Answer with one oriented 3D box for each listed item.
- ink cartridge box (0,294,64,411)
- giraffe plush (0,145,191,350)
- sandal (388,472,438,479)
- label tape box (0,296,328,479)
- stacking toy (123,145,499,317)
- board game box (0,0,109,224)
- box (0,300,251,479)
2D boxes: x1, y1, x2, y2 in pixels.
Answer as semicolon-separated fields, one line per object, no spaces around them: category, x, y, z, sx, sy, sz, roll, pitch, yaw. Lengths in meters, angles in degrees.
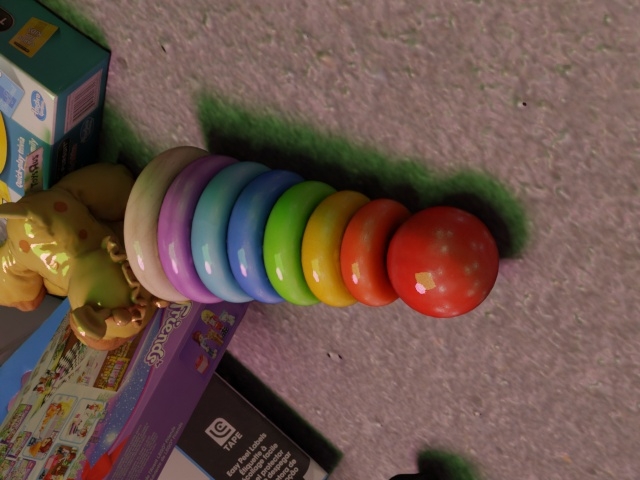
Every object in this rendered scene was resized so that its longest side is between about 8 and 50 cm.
ink cartridge box;-0.395;0.210;1.780;0.198;0.197;0.270;15;126;37
giraffe plush;-0.212;0.028;1.424;0.170;0.181;0.210;46;165;20
sandal;0.161;0.426;1.512;0.107;0.167;0.446;-4;125;27
label tape box;-0.204;0.231;1.579;0.347;0.249;0.115;42;162;3
stacking toy;0.000;0.000;1.264;0.330;0.141;0.141;7;132;33
board game box;-0.369;-0.174;1.488;0.336;0.079;0.254;36;145;12
box;-0.204;0.145;1.465;0.201;0.293;0.057;2;146;46
